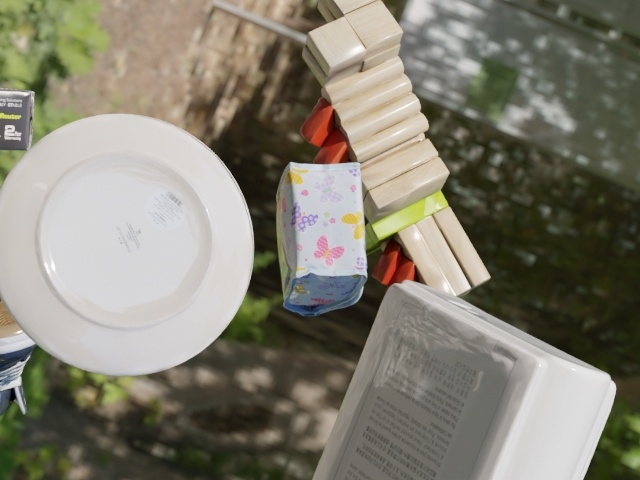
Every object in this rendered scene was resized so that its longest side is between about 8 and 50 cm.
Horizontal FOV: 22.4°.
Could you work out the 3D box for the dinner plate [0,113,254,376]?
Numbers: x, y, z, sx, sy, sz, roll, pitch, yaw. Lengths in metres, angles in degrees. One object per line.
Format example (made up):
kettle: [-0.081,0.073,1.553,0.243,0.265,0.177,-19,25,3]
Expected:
dinner plate: [-0.103,0.001,0.853,0.141,0.141,0.017,-66,-168,-15]

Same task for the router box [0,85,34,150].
router box: [-0.246,-0.077,0.978,0.092,0.122,0.038,13,-78,58]

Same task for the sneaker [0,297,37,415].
sneaker: [-0.315,0.119,1.540,0.282,0.099,0.153,15,-65,63]

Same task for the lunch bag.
lunch bag: [0.000,0.000,0.928,0.083,0.053,0.071,118,-30,-68]

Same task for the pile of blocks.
pile of blocks: [0.041,-0.076,1.585,0.113,0.362,0.149,-26,-163,-19]

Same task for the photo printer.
photo printer: [0.098,0.212,1.369,0.256,0.107,0.307,26,-84,58]
